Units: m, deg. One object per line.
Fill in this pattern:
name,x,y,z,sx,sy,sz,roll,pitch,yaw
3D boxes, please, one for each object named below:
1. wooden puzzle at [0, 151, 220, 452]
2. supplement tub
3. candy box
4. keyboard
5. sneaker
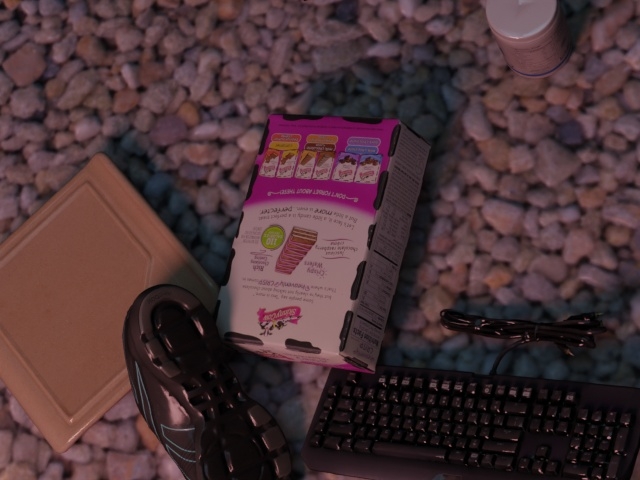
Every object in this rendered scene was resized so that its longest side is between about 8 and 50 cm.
wooden puzzle,-0.240,0.062,1.594,0.238,0.044,0.221,-44,67,6
supplement tub,0.200,-0.205,1.498,0.071,0.107,0.071,-5,72,16
candy box,0.000,0.000,1.498,0.159,0.071,0.233,6,74,36
keyboard,0.145,0.136,1.411,0.317,0.033,0.201,3,51,31
sneaker,-0.110,0.168,1.487,0.101,0.106,0.267,-23,90,-30
